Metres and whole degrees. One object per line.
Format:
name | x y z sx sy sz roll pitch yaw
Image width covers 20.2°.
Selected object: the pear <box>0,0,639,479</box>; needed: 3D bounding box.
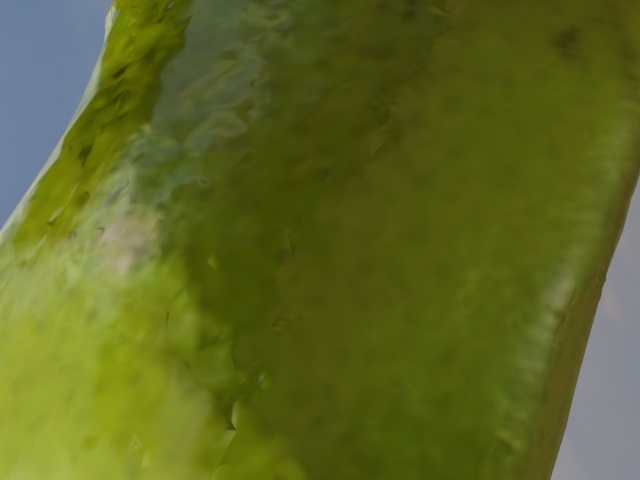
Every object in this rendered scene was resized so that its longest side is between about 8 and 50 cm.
pear | 0.000 0.000 0.519 0.286 0.176 0.282 74 -145 -76
